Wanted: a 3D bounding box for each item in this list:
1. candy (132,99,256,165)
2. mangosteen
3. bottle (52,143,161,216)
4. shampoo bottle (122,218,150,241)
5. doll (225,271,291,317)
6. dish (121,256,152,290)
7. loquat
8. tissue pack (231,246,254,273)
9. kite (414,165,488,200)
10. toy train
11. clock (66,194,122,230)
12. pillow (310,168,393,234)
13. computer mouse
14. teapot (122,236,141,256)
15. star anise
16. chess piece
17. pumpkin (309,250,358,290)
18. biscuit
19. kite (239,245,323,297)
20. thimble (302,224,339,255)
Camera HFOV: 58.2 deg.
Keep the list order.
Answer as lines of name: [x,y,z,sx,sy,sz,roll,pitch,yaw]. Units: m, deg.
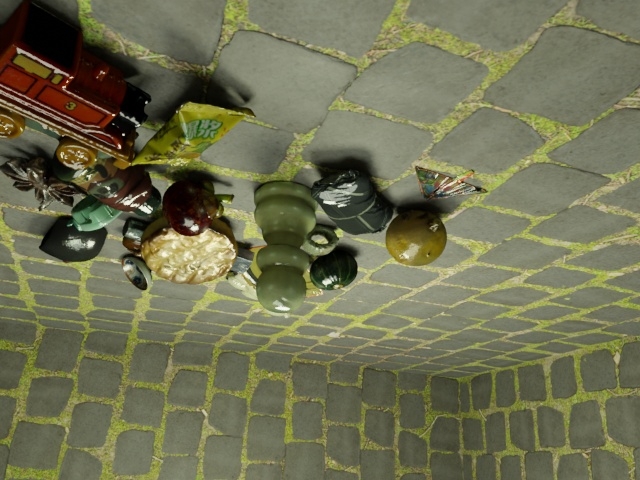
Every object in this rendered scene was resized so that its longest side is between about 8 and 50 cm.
candy: [-0.285,-0.219,1.214,0.297,0.081,0.187,-22,173,42]
mangosteen: [-0.323,-0.101,1.495,0.181,0.156,0.146,-37,135,-6]
bottle: [-0.490,-0.151,1.383,0.156,0.143,0.271,19,167,36]
shampoo bottle: [-0.518,-0.014,1.822,0.207,0.057,0.063,20,123,-37]
doll: [-0.220,0.178,2.195,0.278,0.149,0.175,34,179,-22]
dish: [-0.654,0.105,2.114,0.141,0.078,0.141,25,136,27]
loquat: [0.270,-0.012,1.598,0.172,0.150,0.204,10,148,-19]
tissue pack: [-0.309,0.051,1.929,0.156,0.051,0.112,20,150,-15]
kite: [0.314,-0.139,1.462,0.241,0.014,0.183,18,152,-29]
toy train: [-0.486,-0.280,1.059,0.231,0.163,0.369,-26,144,35]
clock: [-0.606,-0.086,1.554,0.188,0.148,0.060,-9,124,33]
pillow: [0.088,-0.093,1.502,0.161,0.093,0.335,-9,156,19]
computer mouse: [-0.808,0.016,1.879,0.170,0.100,0.269,21,152,-31]
teapot: [-0.580,0.017,1.874,0.129,0.078,0.098,9,157,-14]
star anise: [-0.715,-0.151,1.487,0.230,0.081,0.262,12,158,-15]
chess piece: [-0.098,0.029,1.512,0.182,0.331,0.182,2,157,1]
pumpkin: [0.044,0.101,1.931,0.167,0.125,0.167,-11,173,-1]
biscuit: [-0.402,0.019,1.775,0.296,0.102,0.296,-4,139,-4]
kite: [-0.158,0.104,2.000,0.377,0.013,0.328,24,138,-4]
thimble: [0.000,0.000,1.744,0.109,0.085,0.062,11,156,-13]
